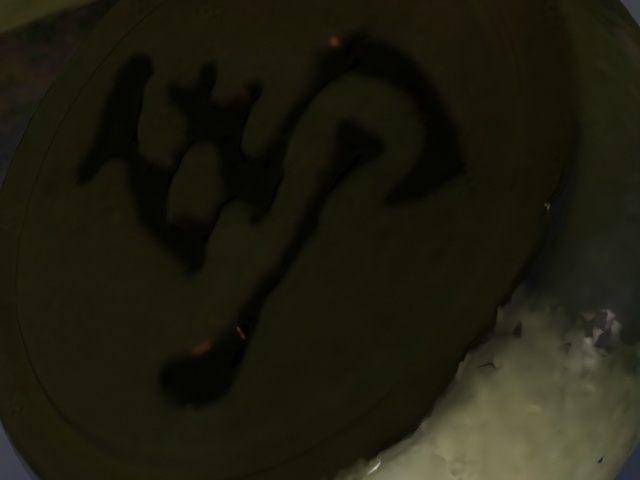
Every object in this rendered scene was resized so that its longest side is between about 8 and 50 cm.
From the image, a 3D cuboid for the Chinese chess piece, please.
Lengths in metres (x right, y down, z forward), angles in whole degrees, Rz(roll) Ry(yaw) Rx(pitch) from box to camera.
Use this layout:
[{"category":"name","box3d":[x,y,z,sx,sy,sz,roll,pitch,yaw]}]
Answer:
[{"category":"Chinese chess piece","box3d":[0.000,0.000,0.453,0.250,0.250,0.101,-17,147,28]}]
